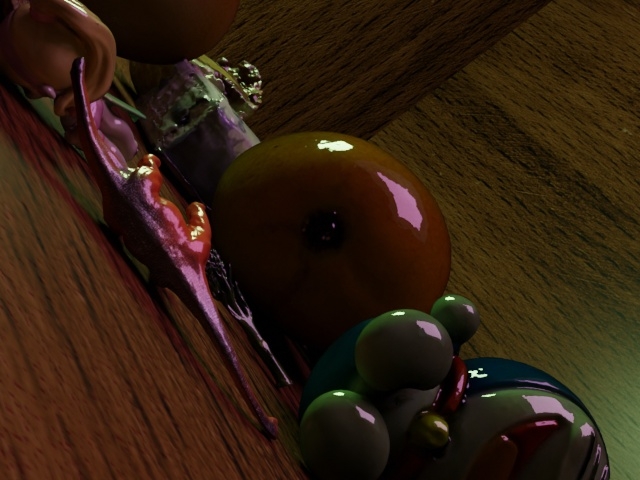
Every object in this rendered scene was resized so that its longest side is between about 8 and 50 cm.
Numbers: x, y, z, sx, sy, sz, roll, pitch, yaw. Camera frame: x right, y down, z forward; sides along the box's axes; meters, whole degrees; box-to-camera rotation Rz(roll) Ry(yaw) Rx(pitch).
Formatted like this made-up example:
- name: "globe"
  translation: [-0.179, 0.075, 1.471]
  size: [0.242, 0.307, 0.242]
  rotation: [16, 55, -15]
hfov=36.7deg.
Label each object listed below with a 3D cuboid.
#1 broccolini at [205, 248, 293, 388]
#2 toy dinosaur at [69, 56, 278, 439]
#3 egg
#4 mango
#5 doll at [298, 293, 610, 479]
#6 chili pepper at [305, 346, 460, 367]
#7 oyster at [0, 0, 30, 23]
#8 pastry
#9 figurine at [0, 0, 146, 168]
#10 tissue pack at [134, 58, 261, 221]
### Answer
- name: "broccolini"
  translation: [-0.070, 0.071, 0.840]
  size: [0.140, 0.030, 0.035]
  rotation: [57, -36, -1]
- name: "toy dinosaur"
  translation: [-0.099, 0.007, 0.652]
  size: [0.279, 0.055, 0.101]
  rotation: [54, 9, -11]
- name: "egg"
  translation: [-0.265, -0.411, 1.361]
  size: [0.351, 0.282, 0.282]
  rotation: [49, 2, -21]
- name: "mango"
  translation: [0.000, 0.000, 1.083]
  size: [0.264, 0.221, 0.378]
  rotation: [37, -7, -10]
- name: "doll"
  translation: [0.115, 0.173, 0.802]
  size: [0.322, 0.198, 0.186]
  rotation: [43, -9, -20]
- name: "chili pepper"
  translation: [0.095, 0.172, 1.239]
  size: [0.261, 0.174, 0.165]
  rotation: [52, -25, 11]
- name: "oyster"
  translation: [-0.252, -0.179, 0.745]
  size: [0.121, 0.045, 0.146]
  rotation: [38, -5, 20]
- name: "pastry"
  translation: [-0.232, -0.260, 1.650]
  size: [0.236, 0.170, 0.256]
  rotation: [32, 15, -13]
- name: "figurine"
  translation: [-0.174, -0.111, 0.714]
  size: [0.083, 0.083, 0.187]
  rotation: [53, -7, 37]
- name: "tissue pack"
  translation: [-0.109, -0.074, 1.356]
  size: [0.344, 0.125, 0.242]
  rotation: [50, 2, -30]
